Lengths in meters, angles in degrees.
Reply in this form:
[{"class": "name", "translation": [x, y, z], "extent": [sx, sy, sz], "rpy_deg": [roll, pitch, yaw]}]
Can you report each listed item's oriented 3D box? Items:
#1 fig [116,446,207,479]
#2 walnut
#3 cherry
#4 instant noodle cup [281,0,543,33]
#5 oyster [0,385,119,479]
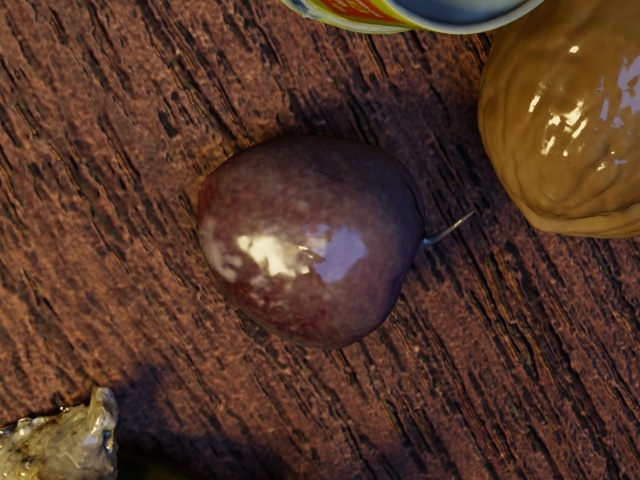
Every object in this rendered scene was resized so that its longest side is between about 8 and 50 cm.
[{"class": "fig", "translation": [-0.185, 0.273, 1.473], "extent": [0.133, 0.185, 0.126], "rpy_deg": [-45, 154, 15]}, {"class": "walnut", "translation": [0.302, -0.154, 1.374], "extent": [0.332, 0.333, 0.333], "rpy_deg": [-5, 110, -16]}, {"class": "cherry", "translation": [0.000, 0.000, 1.384], "extent": [0.266, 0.183, 0.213], "rpy_deg": [19, 93, -6]}, {"class": "instant noodle cup", "translation": [0.096, -0.321, 1.282], "extent": [0.311, 0.221, 0.311], "rpy_deg": [-5, 109, -15]}, {"class": "oyster", "translation": [-0.272, 0.228, 1.404], "extent": [0.163, 0.081, 0.191], "rpy_deg": [23, 85, 17]}]
